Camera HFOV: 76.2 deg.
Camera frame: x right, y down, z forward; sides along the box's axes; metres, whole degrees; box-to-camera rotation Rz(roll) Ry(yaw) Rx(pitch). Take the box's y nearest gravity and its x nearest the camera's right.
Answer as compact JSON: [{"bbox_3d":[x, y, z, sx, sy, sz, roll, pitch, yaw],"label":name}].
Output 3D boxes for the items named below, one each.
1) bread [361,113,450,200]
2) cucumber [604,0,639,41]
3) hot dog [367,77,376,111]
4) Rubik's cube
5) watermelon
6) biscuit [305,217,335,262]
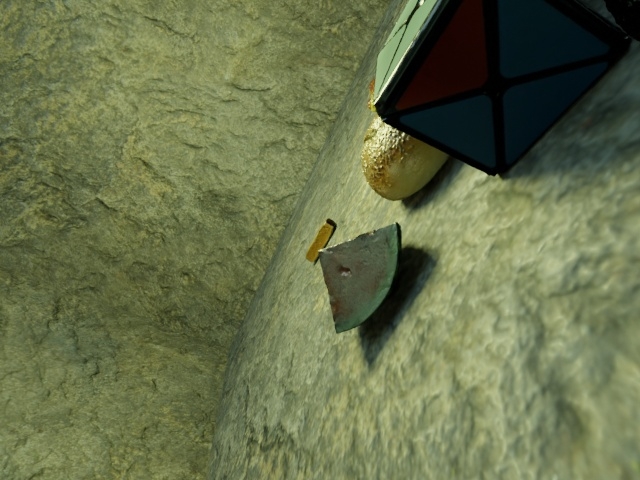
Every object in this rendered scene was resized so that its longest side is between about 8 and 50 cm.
[{"bbox_3d":[0.195,-0.236,0.954,0.306,0.158,0.306,-60,15,27],"label":"bread"},{"bbox_3d":[0.387,-0.331,0.506,0.081,0.072,0.304,-47,23,56],"label":"cucumber"},{"bbox_3d":[0.245,-0.585,1.540,0.213,0.103,0.146,-56,14,34],"label":"hot dog"},{"bbox_3d":[0.245,-0.295,0.636,0.246,0.248,0.250,-54,18,42],"label":"Rubik's cube"},{"bbox_3d":[0.076,0.065,0.897,0.256,0.176,0.260,-58,-10,3],"label":"watermelon"},{"bbox_3d":[0.000,0.000,1.609,0.188,0.052,0.056,-59,1,26],"label":"biscuit"}]
